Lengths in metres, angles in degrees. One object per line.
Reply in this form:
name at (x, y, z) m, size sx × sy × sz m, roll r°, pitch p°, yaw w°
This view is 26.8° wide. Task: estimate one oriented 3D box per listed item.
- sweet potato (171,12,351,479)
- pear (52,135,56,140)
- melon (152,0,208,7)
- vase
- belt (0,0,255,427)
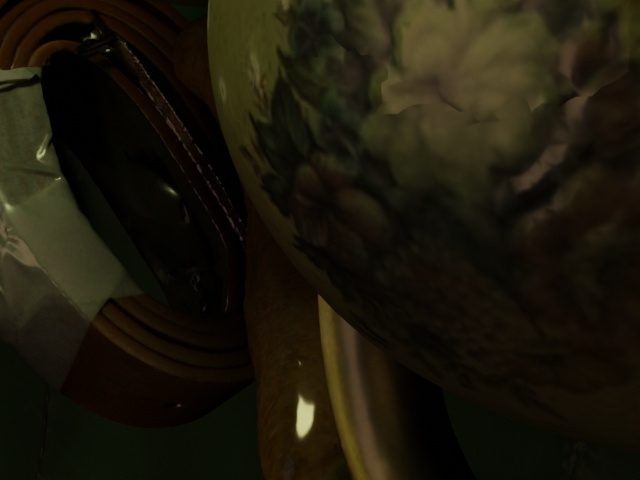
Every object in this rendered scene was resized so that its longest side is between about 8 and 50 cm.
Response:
sweet potato at (0.003, -0.001, 0.637) m, size 0.341 × 0.114 × 0.092 m, roll -106°, pitch 24°, yaw -46°
pear at (-0.226, -0.146, 0.897) m, size 0.178 × 0.178 × 0.178 m, roll 24°, pitch 121°, yaw 49°
melon at (-0.043, -0.224, 0.508) m, size 0.330 × 0.268 × 0.268 m, roll 159°, pitch 96°, yaw -70°
vase at (0.110, 0.005, 0.407) m, size 0.302 × 0.241 × 0.329 m, roll 43°, pitch 125°, yaw 23°
belt at (-0.118, -0.022, 0.763) m, size 0.261 × 0.184 × 0.105 m, roll 57°, pitch 144°, yaw 3°
